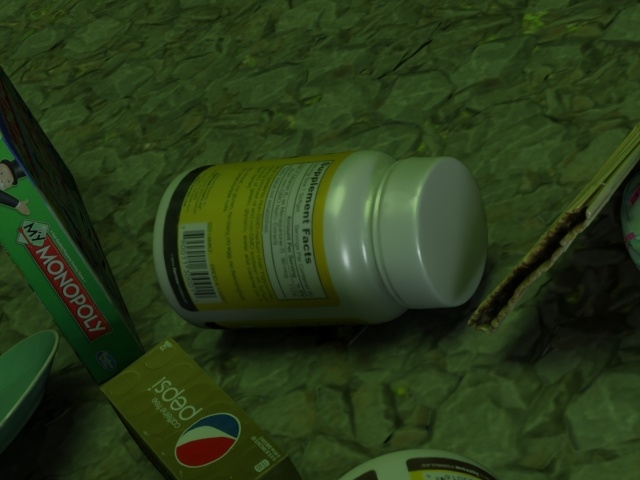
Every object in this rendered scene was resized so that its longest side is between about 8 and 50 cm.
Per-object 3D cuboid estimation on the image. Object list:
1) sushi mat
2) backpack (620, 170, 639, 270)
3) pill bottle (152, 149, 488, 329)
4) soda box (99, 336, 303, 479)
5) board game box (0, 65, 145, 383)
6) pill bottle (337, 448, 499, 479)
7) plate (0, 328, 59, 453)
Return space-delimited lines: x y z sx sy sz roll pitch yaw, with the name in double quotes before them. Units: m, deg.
"sushi mat" 0.210 -0.071 1.070 0.316 0.019 0.151 -46 -6 -35
"backpack" 0.266 -0.025 0.957 0.182 0.115 0.152 -40 17 24
"pill bottle" 0.000 0.000 1.139 0.208 0.119 0.119 -3 40 32
"soda box" -0.073 0.133 1.066 0.061 0.058 0.181 -36 33 -12
"board game box" -0.235 -0.053 1.297 0.046 0.213 0.317 -30 33 -2
"pill bottle" 0.063 0.209 0.810 0.117 0.117 0.215 -24 33 6
"plate" -0.247 0.137 1.177 0.188 0.024 0.188 -39 17 14
